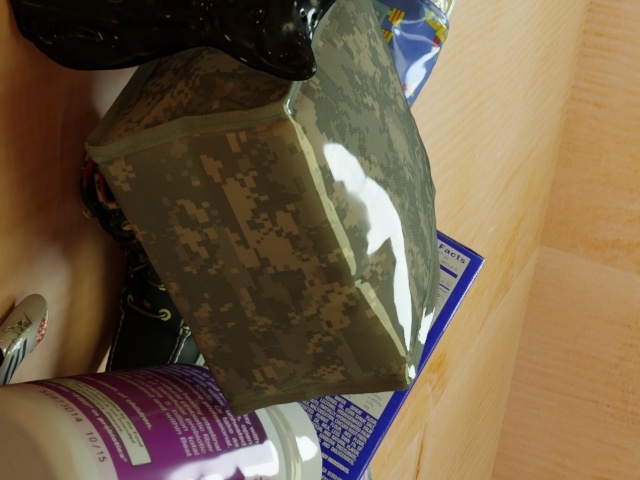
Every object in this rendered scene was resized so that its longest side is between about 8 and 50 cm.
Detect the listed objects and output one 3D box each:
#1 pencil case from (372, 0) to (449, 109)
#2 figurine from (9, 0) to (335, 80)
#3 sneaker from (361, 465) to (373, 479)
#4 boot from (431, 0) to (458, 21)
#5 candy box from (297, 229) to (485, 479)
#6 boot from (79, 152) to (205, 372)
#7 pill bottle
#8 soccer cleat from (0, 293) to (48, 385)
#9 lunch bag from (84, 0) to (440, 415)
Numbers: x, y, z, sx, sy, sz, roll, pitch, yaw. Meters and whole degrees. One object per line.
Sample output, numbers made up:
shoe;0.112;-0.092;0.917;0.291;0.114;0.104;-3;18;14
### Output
pencil case;0.013;-0.097;1.314;0.133;0.119;0.306;28;84;-37
figurine;-0.060;-0.200;0.877;0.092;0.209;0.214;40;66;-56
sneaker;0.000;0.273;1.728;0.319;0.112;0.131;72;20;-65
boot;0.086;-0.262;1.523;0.213;0.077;0.165;-67;161;-5
candy box;0.004;0.154;1.379;0.317;0.122;0.268;-56;180;-31
boot;-0.138;0.015;1.080;0.236;0.085;0.178;-69;156;-8
pill bottle;-0.129;0.174;0.988;0.301;0.169;0.169;-1;107;-57
soccer cleat;-0.214;0.070;0.969;0.083;0.029;0.035;-61;163;-23
lunch bag;-0.015;-0.063;1.000;0.235;0.169;0.287;65;27;-30
